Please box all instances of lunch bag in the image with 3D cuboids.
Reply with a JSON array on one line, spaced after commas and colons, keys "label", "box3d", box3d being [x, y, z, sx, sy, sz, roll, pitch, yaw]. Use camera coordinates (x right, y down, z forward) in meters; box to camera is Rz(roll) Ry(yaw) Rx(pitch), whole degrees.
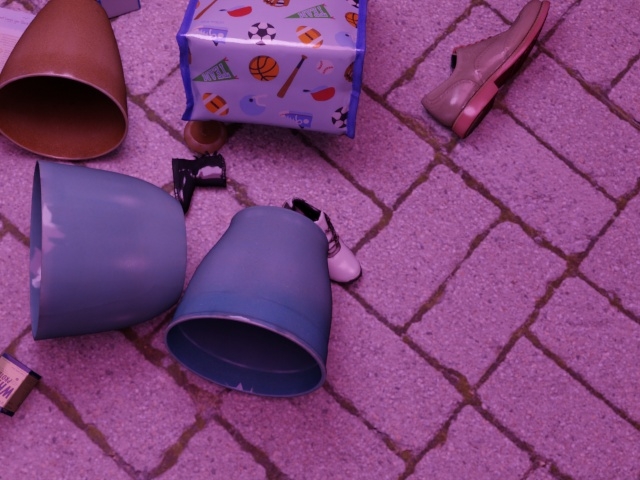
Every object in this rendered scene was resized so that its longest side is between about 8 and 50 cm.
[{"label": "lunch bag", "box3d": [-0.077, -0.381, 1.643, 0.328, 0.239, 0.385, 6, 46, -3]}]

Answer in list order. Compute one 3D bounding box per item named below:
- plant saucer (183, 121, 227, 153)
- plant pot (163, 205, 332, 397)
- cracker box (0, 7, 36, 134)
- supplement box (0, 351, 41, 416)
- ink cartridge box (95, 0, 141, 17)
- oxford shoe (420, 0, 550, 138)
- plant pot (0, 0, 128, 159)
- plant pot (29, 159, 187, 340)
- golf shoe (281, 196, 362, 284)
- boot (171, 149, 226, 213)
[{"label": "plant saucer", "box3d": [-0.220, -0.207, 1.693, 0.083, 0.015, 0.083, 2, 73, -6]}, {"label": "plant pot", "box3d": [-0.096, 0.092, 1.501, 0.272, 0.271, 0.255, 16, 57, -2]}, {"label": "cracker box", "box3d": [-0.630, -0.324, 1.654, 0.156, 0.067, 0.232, 13, 73, -3]}, {"label": "supplement box", "box3d": [-0.524, 0.243, 1.484, 0.056, 0.083, 0.083, 32, 73, 5]}, {"label": "ink cartridge box", "box3d": [-0.426, -0.556, 1.706, 0.086, 0.148, 0.203, -22, 76, -11]}, {"label": "oxford shoe", "box3d": [0.332, -0.368, 1.753, 0.130, 0.123, 0.348, 35, 71, 10]}, {"label": "plant pot", "box3d": [-0.458, -0.315, 1.609, 0.237, 0.237, 0.254, 2, 57, -6]}, {"label": "plant pot", "box3d": [-0.355, 0.019, 1.479, 0.235, 0.293, 0.293, 2, 72, -22]}, {"label": "golf shoe", "box3d": [0.000, 0.000, 1.615, 0.198, 0.094, 0.077, 43, 72, 6]}, {"label": "boot", "box3d": [-0.224, -0.107, 1.649, 0.099, 0.045, 0.121, -4, 72, -11]}]
